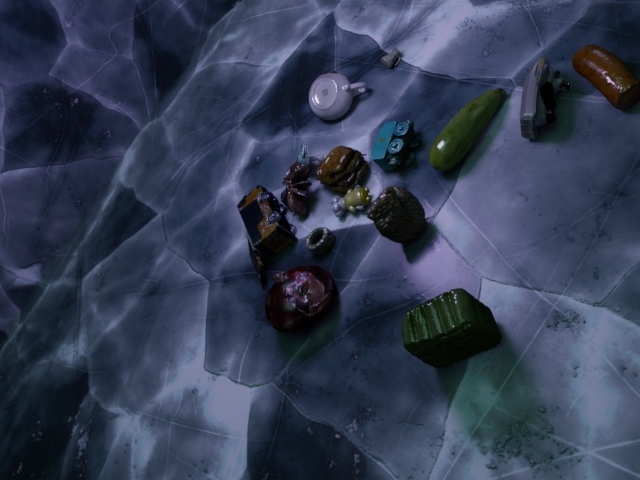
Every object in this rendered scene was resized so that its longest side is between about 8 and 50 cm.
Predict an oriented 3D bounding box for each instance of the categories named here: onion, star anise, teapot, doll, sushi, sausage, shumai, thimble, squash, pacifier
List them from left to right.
[{"bbox_3d":[-0.246,0.076,2.033,0.031,0.139,0.201,-15,47,-13],"label":"sushi"},{"bbox_3d":[-0.086,0.180,1.785,0.272,0.195,0.272,-25,37,20],"label":"onion"},{"bbox_3d":[-0.096,-0.204,2.077,0.229,0.093,0.237,-43,53,51],"label":"star anise"},{"bbox_3d":[-0.041,-0.343,2.145,0.116,0.150,0.127,-7,72,-10],"label":"pacifier"},{"bbox_3d":[0.000,0.000,1.922,0.110,0.062,0.084,-39,47,12],"label":"thimble"},{"bbox_3d":[0.059,-0.622,2.222,0.298,0.139,0.205,-6,87,31],"label":"teapot"},{"bbox_3d":[0.111,-0.146,1.930,0.162,0.062,0.106,-19,57,24],"label":"doll"},{"bbox_3d":[0.241,-0.096,1.732,0.166,0.206,0.175,-41,25,1],"label":"shumai"},{"bbox_3d":[0.306,-0.774,2.188,0.067,0.057,0.083,42,87,7],"label":"teapot"},{"bbox_3d":[0.500,-0.391,1.758,0.371,0.118,0.118,-50,46,-3],"label":"squash"},{"bbox_3d":[0.863,-0.509,1.570,0.108,0.109,0.271,-32,46,17],"label":"sausage"}]

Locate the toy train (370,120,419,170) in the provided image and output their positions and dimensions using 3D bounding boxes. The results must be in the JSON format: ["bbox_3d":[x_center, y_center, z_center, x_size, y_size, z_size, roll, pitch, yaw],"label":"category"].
[{"bbox_3d":[0.276,-0.353,1.911,0.154,0.107,0.198,2,65,46],"label":"toy train"}]

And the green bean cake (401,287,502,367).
[{"bbox_3d":[0.344,0.241,1.383,0.222,0.248,0.125,-28,50,24],"label":"green bean cake"}]

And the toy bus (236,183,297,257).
[{"bbox_3d":[-0.221,-0.081,2.089,0.167,0.138,0.275,-39,49,13],"label":"toy bus"}]

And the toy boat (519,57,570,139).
[{"bbox_3d":[0.704,-0.458,1.636,0.140,0.141,0.270,15,70,41],"label":"toy boat"}]

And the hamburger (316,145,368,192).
[{"bbox_3d":[0.078,-0.289,2.002,0.206,0.130,0.183,28,79,46],"label":"hamburger"}]
